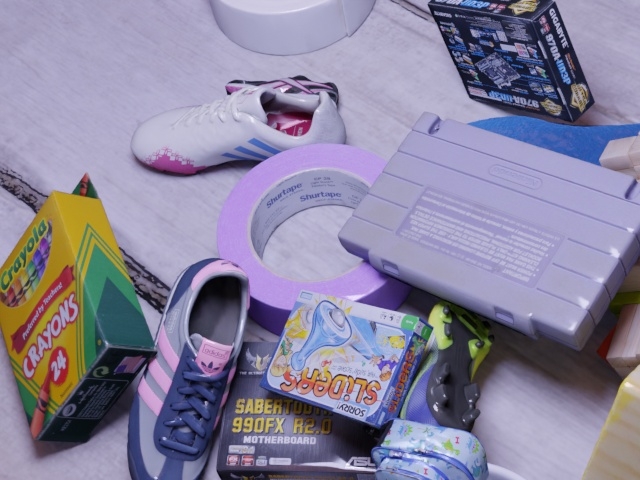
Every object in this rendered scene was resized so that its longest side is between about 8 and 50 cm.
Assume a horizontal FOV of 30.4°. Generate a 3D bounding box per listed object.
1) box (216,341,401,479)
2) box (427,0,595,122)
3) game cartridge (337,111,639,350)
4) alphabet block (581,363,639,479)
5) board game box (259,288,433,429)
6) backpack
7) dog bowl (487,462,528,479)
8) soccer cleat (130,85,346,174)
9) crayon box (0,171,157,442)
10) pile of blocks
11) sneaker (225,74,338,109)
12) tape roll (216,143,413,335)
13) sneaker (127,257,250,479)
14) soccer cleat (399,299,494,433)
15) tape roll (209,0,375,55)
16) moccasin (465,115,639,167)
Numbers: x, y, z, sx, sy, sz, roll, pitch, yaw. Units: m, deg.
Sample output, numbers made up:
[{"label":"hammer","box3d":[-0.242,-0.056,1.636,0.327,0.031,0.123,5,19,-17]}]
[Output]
[{"label":"box","box3d":[-0.005,0.220,1.491,0.231,0.056,0.183,0,57,10]},{"label":"box","box3d":[0.264,-0.264,1.653,0.051,0.175,0.220,-42,34,-17]},{"label":"game cartridge","box3d":[0.217,-0.018,1.463,0.355,0.068,0.230,24,74,36]},{"label":"alphabet block","box3d":[0.414,0.244,1.280,0.197,0.193,0.192,27,24,25]},{"label":"board game box","box3d":[0.028,0.141,1.415,0.201,0.035,0.136,10,72,45]},{"label":"backpack","box3d":[0.119,0.254,1.273,0.114,0.105,0.084,2,41,25]},{"label":"dog bowl","box3d":[0.144,0.374,1.284,0.265,0.104,0.264,-14,37,10]},{"label":"soccer cleat","box3d":[-0.128,-0.176,1.726,0.331,0.143,0.116,0,57,10]},{"label":"crayon box","box3d":[-0.342,0.081,1.565,0.202,0.081,0.318,-50,49,29]},{"label":"pile of blocks","box3d":[0.408,0.023,1.494,0.113,0.149,0.362,-8,68,42]},{"label":"sneaker","box3d":[-0.054,-0.219,1.799,0.178,0.072,0.077,13,47,8]},{"label":"tape roll","box3d":[0.000,0.000,1.619,0.275,0.090,0.274,-5,55,7]},{"label":"sneaker","box3d":[-0.161,0.172,1.459,0.112,0.131,0.318,14,76,-21]},{"label":"soccer cleat","box3d":[0.142,0.164,1.443,0.093,0.121,0.289,38,28,-8]},{"label":"tape roll","box3d":[-0.048,-0.437,1.916,0.286,0.100,0.286,-4,55,6]},{"label":"moccasin","box3d":[0.328,-0.088,1.610,0.342,0.117,0.137,5,69,7]}]
